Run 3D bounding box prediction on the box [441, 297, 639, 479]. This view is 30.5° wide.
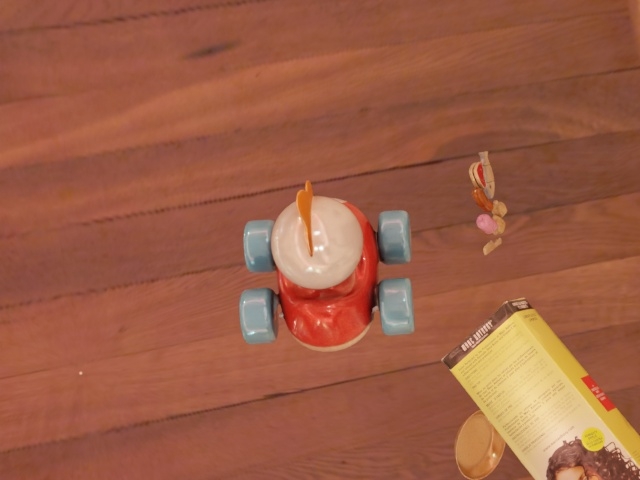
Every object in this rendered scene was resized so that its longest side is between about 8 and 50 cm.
[{"bbox_3d":[0.211,0.164,1.003,0.087,0.058,0.232,-47,69,23],"label":"box"}]

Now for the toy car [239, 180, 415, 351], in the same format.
[{"bbox_3d":[0.000,0.000,1.457,0.219,0.238,0.210,-3,55,6],"label":"toy car"}]

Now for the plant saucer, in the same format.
[{"bbox_3d":[0.179,0.231,1.340,0.083,0.015,0.083,-8,102,-39],"label":"plant saucer"}]

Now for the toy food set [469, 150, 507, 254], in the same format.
[{"bbox_3d":[0.212,-0.048,1.474,0.078,0.019,0.122,-31,110,-55],"label":"toy food set"}]
